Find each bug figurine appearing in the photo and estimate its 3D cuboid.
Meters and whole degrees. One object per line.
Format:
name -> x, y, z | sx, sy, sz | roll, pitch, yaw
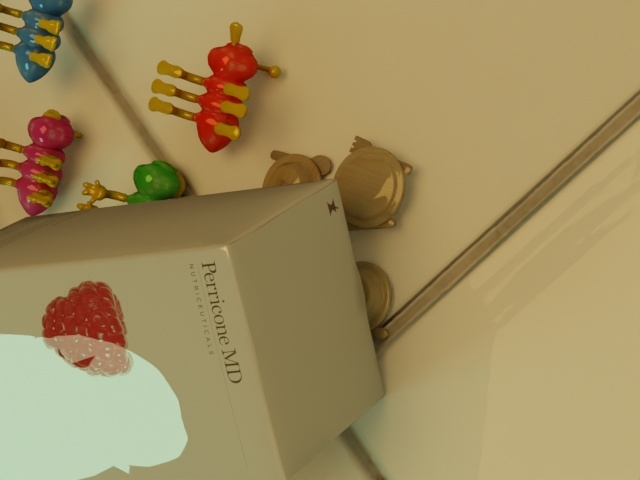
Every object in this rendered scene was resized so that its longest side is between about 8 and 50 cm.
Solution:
bug figurine -> -0.171, -0.102, 1.470 | 0.279, 0.072, 0.216 | 23, 98, 26

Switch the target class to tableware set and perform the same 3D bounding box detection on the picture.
tableware set -> 0.000, 0.000, 1.384 | 0.141, 0.020, 0.169 | 9, 86, 32

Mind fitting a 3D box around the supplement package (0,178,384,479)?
supplement package -> -0.131, 0.072, 1.323 | 0.293, 0.175, 0.178 | -7, 103, 29
